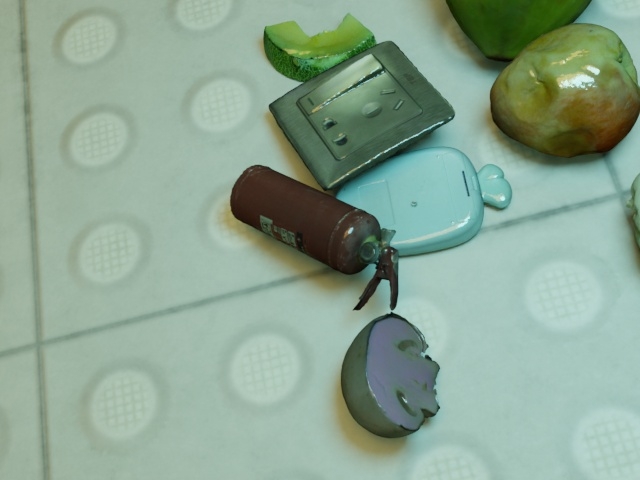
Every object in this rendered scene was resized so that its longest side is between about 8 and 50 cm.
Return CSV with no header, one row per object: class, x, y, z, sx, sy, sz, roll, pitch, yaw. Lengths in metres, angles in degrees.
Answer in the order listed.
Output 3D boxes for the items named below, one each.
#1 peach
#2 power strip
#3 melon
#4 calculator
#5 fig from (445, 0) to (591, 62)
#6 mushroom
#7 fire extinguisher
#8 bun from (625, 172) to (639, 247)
peach,0.384,-0.237,1.424,0.236,0.214,0.214,-11,63,25
power strip,0.071,-0.207,1.530,0.257,0.092,0.251,-30,55,-1
melon,-0.002,-0.354,1.630,0.210,0.064,0.118,-10,59,5
calculator,0.165,-0.067,1.472,0.295,0.042,0.184,-12,64,8
fig,0.333,-0.456,1.493,0.316,0.316,0.316,-5,65,10
mushroom,0.092,0.205,1.328,0.117,0.141,0.188,-24,43,37
fire extinguisher,0.000,0.000,1.418,0.337,0.106,0.147,28,106,35
bun,0.559,-0.040,1.327,0.229,0.145,0.229,2,83,-18
